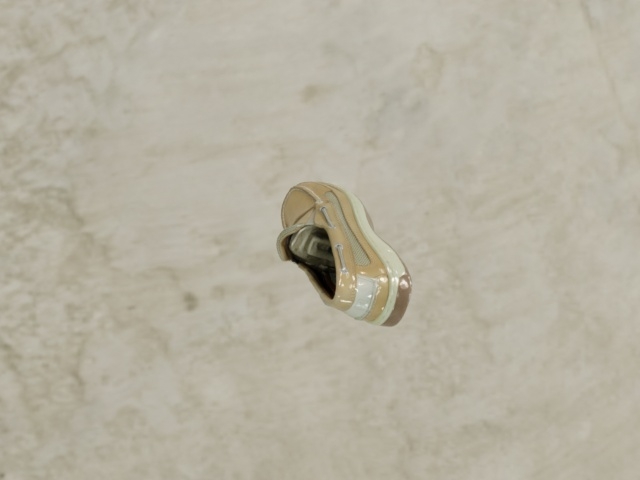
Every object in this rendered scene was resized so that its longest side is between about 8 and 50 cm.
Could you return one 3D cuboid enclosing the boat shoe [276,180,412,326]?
[{"bbox_3d":[0.000,0.000,0.901,0.072,0.190,0.068,8,108,-26],"label":"boat shoe"}]
